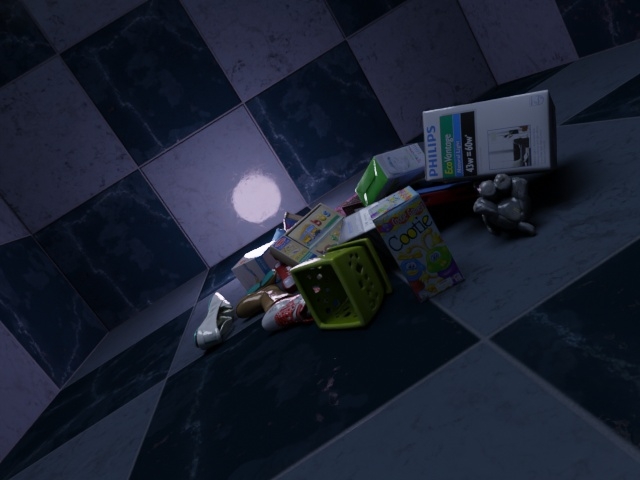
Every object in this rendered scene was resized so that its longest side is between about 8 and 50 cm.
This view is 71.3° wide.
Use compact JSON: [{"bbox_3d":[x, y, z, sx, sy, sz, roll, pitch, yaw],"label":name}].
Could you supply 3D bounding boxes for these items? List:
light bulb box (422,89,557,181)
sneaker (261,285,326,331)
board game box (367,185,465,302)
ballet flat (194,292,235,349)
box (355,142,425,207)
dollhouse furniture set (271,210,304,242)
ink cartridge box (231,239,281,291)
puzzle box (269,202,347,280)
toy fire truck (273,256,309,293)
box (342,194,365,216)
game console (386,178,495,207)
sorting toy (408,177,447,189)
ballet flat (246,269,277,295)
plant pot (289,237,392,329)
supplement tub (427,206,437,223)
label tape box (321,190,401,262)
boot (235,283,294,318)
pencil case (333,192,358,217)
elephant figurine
[{"bbox_3d":[0.561,-0.318,1.456,0.360,0.225,0.358,-1,6,30],"label":"light bulb box"},{"bbox_3d":[-0.098,0.258,1.588,0.270,0.090,0.145,-29,11,2],"label":"sneaker"},{"bbox_3d":[0.265,0.008,1.258,0.142,0.275,0.144,-30,13,8],"label":"board game box"},{"bbox_3d":[-0.454,0.357,2.021,0.139,0.139,0.400,-29,17,11],"label":"ballet flat"},{"bbox_3d":[0.309,-0.267,1.919,0.231,0.127,0.262,-22,-19,-22],"label":"box"},{"bbox_3d":[-0.151,0.041,2.542,0.286,0.198,0.304,92,-163,-60],"label":"dollhouse furniture set"},{"bbox_3d":[-0.305,0.139,2.324,0.232,0.168,0.171,-24,16,33],"label":"ink cartridge box"},{"bbox_3d":[0.000,0.000,1.977,0.409,0.272,0.052,-46,-21,-44],"label":"puzzle box"},{"bbox_3d":[-0.067,0.091,2.046,0.302,0.169,0.254,-34,37,-5],"label":"toy fire truck"},{"bbox_3d":[0.250,-0.153,2.120,0.203,0.169,0.167,-39,14,-28],"label":"box"},{"bbox_3d":[0.466,-0.194,1.724,0.386,0.060,0.342,-10,12,1],"label":"game console"},{"bbox_3d":[0.542,-0.260,1.930,0.229,0.041,0.307,-19,-8,35],"label":"sorting toy"},{"bbox_3d":[-0.256,0.213,2.076,0.232,0.073,0.080,-39,28,35],"label":"ballet flat"},{"bbox_3d":[0.078,0.127,1.398,0.207,0.227,0.228,-34,11,-39],"label":"plant pot"},{"bbox_3d":[0.381,-0.103,1.776,0.106,0.106,0.198,-32,13,-1],"label":"supplement tub"},{"bbox_3d":[0.193,-0.015,1.584,0.333,0.240,0.106,-26,55,21],"label":"label tape box"},{"bbox_3d":[-0.239,0.272,1.872,0.236,0.089,0.269,-35,15,-11],"label":"boot"},{"bbox_3d":[0.154,-0.143,2.329,0.386,0.167,0.160,-36,-3,-21],"label":"pencil case"},{"bbox_3d":[0.546,-0.107,1.344,0.169,0.186,0.239,8,-3,16],"label":"elephant figurine"}]
